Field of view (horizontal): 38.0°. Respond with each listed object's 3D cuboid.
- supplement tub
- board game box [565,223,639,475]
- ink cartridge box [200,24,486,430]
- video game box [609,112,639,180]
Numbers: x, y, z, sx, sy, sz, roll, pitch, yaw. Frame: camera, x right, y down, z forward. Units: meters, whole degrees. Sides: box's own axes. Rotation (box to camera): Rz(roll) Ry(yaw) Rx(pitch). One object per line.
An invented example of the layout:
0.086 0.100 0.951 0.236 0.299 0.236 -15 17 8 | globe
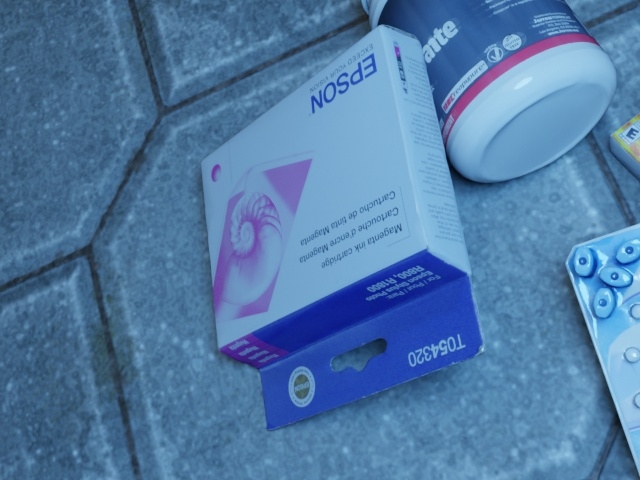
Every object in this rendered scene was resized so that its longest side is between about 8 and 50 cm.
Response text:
0.169 -0.216 0.998 0.191 0.191 0.272 -31 64 6 | supplement tub
0.456 0.126 0.790 0.389 0.050 0.390 -20 78 18 | board game box
0.000 0.000 0.962 0.324 0.071 0.330 -30 60 42 | ink cartridge box
0.435 -0.088 0.941 0.187 0.048 0.205 -37 64 1 | video game box
